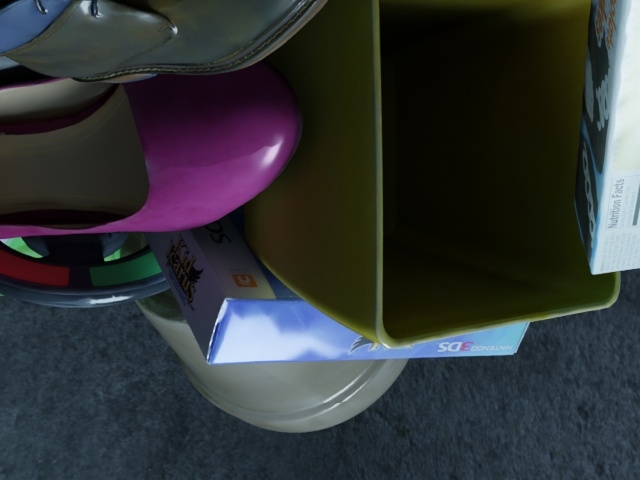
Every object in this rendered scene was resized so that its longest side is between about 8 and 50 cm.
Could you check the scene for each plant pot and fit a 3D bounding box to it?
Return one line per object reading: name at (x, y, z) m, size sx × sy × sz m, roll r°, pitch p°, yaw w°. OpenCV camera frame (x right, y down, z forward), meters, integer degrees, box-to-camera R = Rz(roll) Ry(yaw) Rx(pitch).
plant pot at (-0.072, 0.039, 1.131) m, size 0.323 × 0.323 × 0.280 m, roll -11°, pitch 160°, yaw 18°
plant pot at (0.057, -0.060, 0.664) m, size 0.212 × 0.212 × 0.187 m, roll -6°, pitch -173°, yaw -37°

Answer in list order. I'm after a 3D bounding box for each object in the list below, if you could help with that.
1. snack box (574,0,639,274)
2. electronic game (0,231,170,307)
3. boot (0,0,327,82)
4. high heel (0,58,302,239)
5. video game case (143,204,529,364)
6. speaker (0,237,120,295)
snack box at (0.223, -0.096, 0.469) m, size 0.187 × 0.060 × 0.322 m, roll -8°, pitch 148°, yaw 6°
electronic game at (-0.206, -0.017, 0.840) m, size 0.229 × 0.048 × 0.229 m, roll 9°, pitch -149°, yaw -6°
boot at (-0.087, -0.110, 0.430) m, size 0.106 × 0.082 × 0.219 m, roll -8°, pitch 178°, yaw -44°
high heel at (-0.189, -0.046, 0.650) m, size 0.377 × 0.127 × 0.181 m, roll -9°, pitch -173°, yaw 43°
video game case at (0.000, 0.000, 0.816) m, size 0.269 × 0.061 × 0.244 m, roll 2°, pitch -148°, yaw -29°
speaker at (-0.302, -0.004, 1.017) m, size 0.131 × 0.131 × 0.296 m, roll -11°, pitch 175°, yaw 19°
